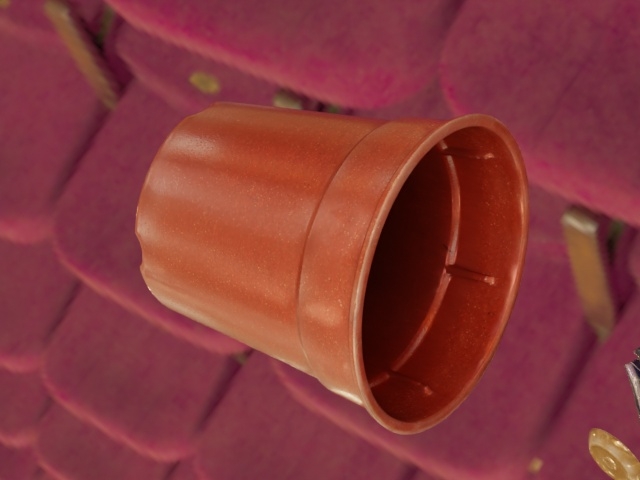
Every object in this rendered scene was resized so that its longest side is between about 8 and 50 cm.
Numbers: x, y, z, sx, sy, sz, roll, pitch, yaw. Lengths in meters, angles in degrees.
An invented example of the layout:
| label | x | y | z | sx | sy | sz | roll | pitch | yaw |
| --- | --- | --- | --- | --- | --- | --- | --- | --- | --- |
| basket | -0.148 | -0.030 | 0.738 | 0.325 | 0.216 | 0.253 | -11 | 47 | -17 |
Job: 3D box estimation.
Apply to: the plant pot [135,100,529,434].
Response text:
| label | x | y | z | sx | sy | sz | roll | pitch | yaw |
| --- | --- | --- | --- | --- | --- | --- | --- | --- | --- |
| plant pot | 0.000 | 0.000 | 1.271 | 0.265 | 0.272 | 0.272 | 16 | 152 | 33 |

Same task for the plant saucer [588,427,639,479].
| label | x | y | z | sx | sy | sz | roll | pitch | yaw |
| --- | --- | --- | --- | --- | --- | --- | --- | --- | --- |
| plant saucer | 0.334 | 0.250 | 1.665 | 0.083 | 0.015 | 0.083 | 43 | 161 | 19 |

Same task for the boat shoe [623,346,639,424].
| label | x | y | z | sx | sy | sz | roll | pitch | yaw |
| --- | --- | --- | --- | --- | --- | --- | --- | --- | --- |
| boat shoe | 0.466 | 0.255 | 1.678 | 0.127 | 0.158 | 0.340 | 93 | 163 | -62 |
